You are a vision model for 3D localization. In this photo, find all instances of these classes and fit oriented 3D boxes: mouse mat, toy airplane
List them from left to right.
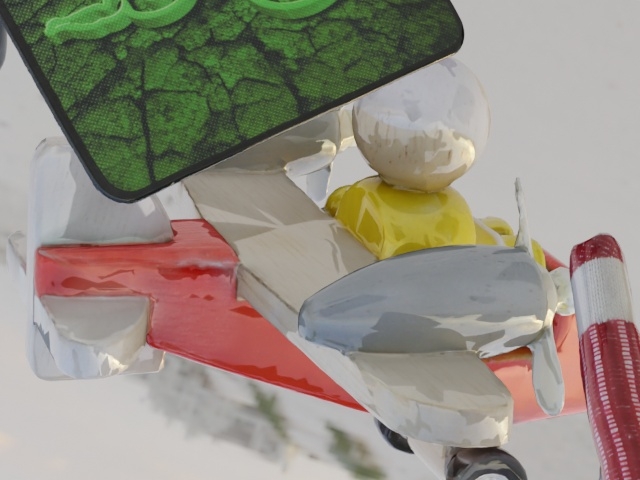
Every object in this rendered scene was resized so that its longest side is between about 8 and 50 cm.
[{"bbox_3d":[-0.044,-0.112,0.714,0.189,0.153,0.007,-27,174,-30],"label":"mouse mat"},{"bbox_3d":[0.000,0.000,1.083,0.386,0.272,0.384,29,-168,19],"label":"toy airplane"}]

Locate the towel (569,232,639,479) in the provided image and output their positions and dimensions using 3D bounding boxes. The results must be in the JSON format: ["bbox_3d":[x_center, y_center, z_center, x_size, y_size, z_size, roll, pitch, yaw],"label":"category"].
[{"bbox_3d":[0.126,0.194,0.628,0.037,0.329,0.237,-10,148,8],"label":"towel"}]

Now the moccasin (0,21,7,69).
[{"bbox_3d":[-0.339,-0.262,1.416,0.342,0.137,0.117,63,176,14],"label":"moccasin"}]
